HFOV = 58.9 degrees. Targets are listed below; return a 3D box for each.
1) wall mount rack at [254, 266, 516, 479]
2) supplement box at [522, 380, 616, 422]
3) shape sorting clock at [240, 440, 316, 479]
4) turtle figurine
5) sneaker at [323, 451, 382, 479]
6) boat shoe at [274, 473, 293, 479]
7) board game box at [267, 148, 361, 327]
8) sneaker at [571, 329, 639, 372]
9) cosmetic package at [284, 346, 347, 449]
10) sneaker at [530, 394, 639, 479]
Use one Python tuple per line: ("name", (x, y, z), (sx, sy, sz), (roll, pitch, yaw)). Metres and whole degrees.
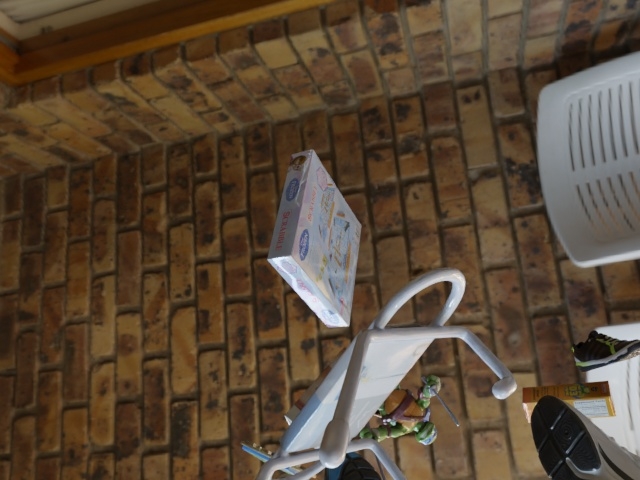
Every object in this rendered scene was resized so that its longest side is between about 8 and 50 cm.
("wall mount rack", (0.032, 0.191, 0.547), (0.304, 0.350, 0.130), (5, -144, -45))
("supplement box", (0.695, 0.453, 1.596), (0.080, 0.233, 0.078), (70, -155, -18))
("shape sorting clock", (-0.104, 0.546, 1.421), (0.040, 0.206, 0.206), (-63, -30, -24))
("turtle figurine", (0.161, 0.355, 1.262), (0.266, 0.198, 0.274), (43, -159, 12))
("sneaker", (0.078, 0.571, 1.057), (0.341, 0.125, 0.140), (68, 150, 27))
("boat shoe", (-0.100, 0.562, 1.139), (0.233, 0.084, 0.079), (-58, -6, 25))
("board game box", (0.000, 0.000, 1.396), (0.318, 0.065, 0.319), (54, -144, -44))
("sneaker", (0.748, 0.284, 1.510), (0.235, 0.084, 0.097), (125, 132, -61))
("cosmetic package", (0.042, 0.513, 1.825), (0.296, 0.153, 0.129), (-47, -28, -22))
("sneaker", (0.721, 0.563, 1.368), (0.169, 0.257, 0.447), (-68, 27, 23))
